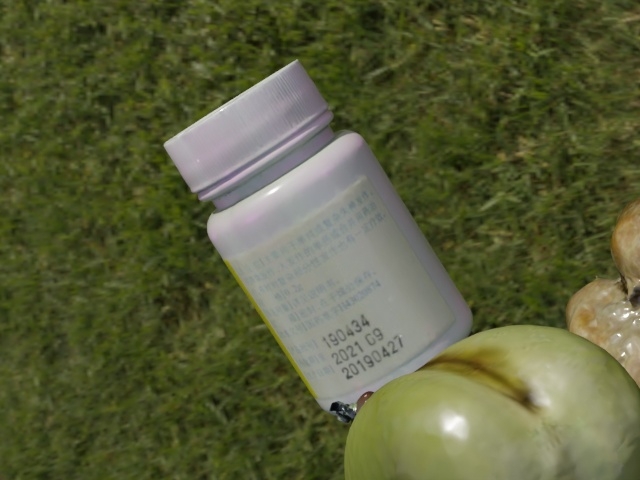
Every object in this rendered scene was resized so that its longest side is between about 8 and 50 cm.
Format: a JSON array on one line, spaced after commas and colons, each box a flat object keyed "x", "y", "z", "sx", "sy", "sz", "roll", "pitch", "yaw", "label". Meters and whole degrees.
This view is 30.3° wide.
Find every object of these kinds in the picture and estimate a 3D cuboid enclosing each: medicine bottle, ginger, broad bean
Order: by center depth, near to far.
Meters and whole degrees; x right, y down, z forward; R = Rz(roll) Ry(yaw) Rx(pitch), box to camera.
[{"x": 0.083, "y": 0.163, "z": 0.591, "sx": 0.189, "sy": 0.121, "sz": 0.263, "roll": 30, "pitch": 132, "yaw": 46, "label": "broad bean"}, {"x": 0.371, "y": 0.054, "z": 1.228, "sx": 0.244, "sy": 0.155, "sz": 0.304, "roll": -135, "pitch": 56, "yaw": -63, "label": "ginger"}, {"x": 0.000, "y": 0.000, "z": 1.359, "sx": 0.213, "sy": 0.213, "sz": 0.378, "roll": -26, "pitch": 100, "yaw": 33, "label": "medicine bottle"}]

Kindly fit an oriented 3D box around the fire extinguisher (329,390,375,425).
[{"x": 0.081, "y": 0.163, "z": 1.017, "sx": 0.158, "sy": 0.064, "sz": 0.043, "roll": 18, "pitch": 88, "yaw": -4, "label": "fire extinguisher"}]
